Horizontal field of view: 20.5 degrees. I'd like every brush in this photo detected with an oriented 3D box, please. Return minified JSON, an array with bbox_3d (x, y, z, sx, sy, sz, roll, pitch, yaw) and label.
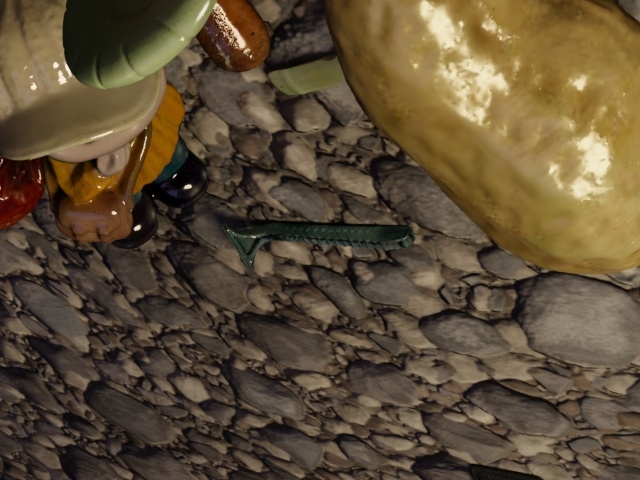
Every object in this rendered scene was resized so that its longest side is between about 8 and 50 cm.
[{"bbox_3d":[0.022,-0.139,1.460,0.178,0.030,0.033,-11,144,45],"label":"brush"},{"bbox_3d":[0.255,0.281,1.942,0.193,0.016,0.063,6,145,29],"label":"brush"}]

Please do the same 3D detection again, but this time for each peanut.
[{"bbox_3d":[0.133,-0.120,1.270,0.387,0.169,0.192,41,140,-25],"label":"peanut"}]

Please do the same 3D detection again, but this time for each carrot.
[{"bbox_3d":[-0.095,-0.203,1.424,0.055,0.055,0.161,-3,137,39],"label":"carrot"}]

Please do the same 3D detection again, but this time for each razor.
[{"bbox_3d":[0.002,-0.005,1.681,0.190,0.033,0.066,-2,140,29],"label":"razor"}]

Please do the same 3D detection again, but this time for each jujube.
[{"bbox_3d":[-0.350,-0.067,1.756,0.176,0.112,0.109,1,142,42],"label":"jujube"}]

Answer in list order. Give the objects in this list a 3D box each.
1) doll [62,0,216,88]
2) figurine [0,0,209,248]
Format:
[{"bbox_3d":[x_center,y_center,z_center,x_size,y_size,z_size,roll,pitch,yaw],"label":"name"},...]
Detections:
[{"bbox_3d":[-0.121,-0.264,1.171,0.216,0.284,0.268,12,141,-43],"label":"doll"},{"bbox_3d":[-0.209,-0.126,1.522,0.204,0.185,0.332,45,169,12],"label":"figurine"}]
